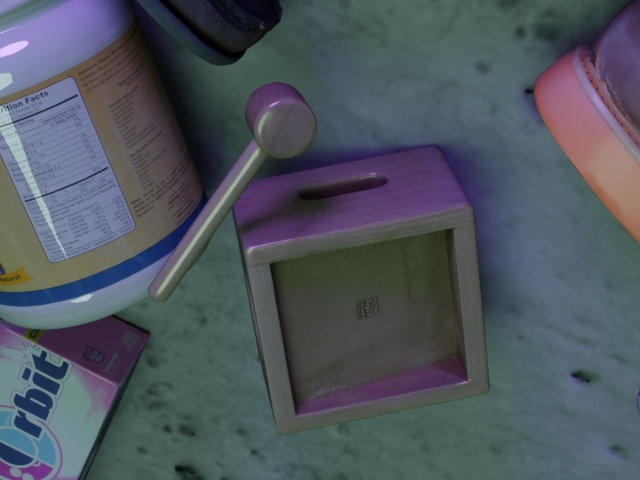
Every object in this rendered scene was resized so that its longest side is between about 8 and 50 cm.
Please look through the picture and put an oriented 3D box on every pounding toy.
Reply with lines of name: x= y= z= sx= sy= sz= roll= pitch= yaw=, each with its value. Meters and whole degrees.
pounding toy: x=-0.010 y=-0.003 z=0.815 sx=0.181 sy=0.094 sz=0.206 roll=-11 pitch=119 yaw=-4

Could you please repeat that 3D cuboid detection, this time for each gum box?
gum box: x=-0.204 y=0.123 z=0.989 sx=0.107 sy=0.062 sz=0.188 roll=27 pitch=123 yaw=-1

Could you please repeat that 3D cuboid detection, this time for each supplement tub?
supplement tub: x=-0.157 y=-0.066 z=0.814 sx=0.144 sy=0.144 sz=0.199 roll=-10 pitch=117 yaw=21

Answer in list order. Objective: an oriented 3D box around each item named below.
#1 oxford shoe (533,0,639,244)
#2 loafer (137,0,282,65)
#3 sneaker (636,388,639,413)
oxford shoe: x=0.280 y=0.010 z=0.750 sx=0.364 sy=0.130 sz=0.133 roll=43 pitch=115 yaw=-12
loafer: x=-0.099 y=-0.231 z=0.726 sx=0.095 sy=0.109 sz=0.302 roll=-27 pitch=107 yaw=23
sneaker: x=0.210 y=-0.022 z=0.655 sx=0.111 sy=0.103 sz=0.252 roll=33 pitch=90 yaw=-2
